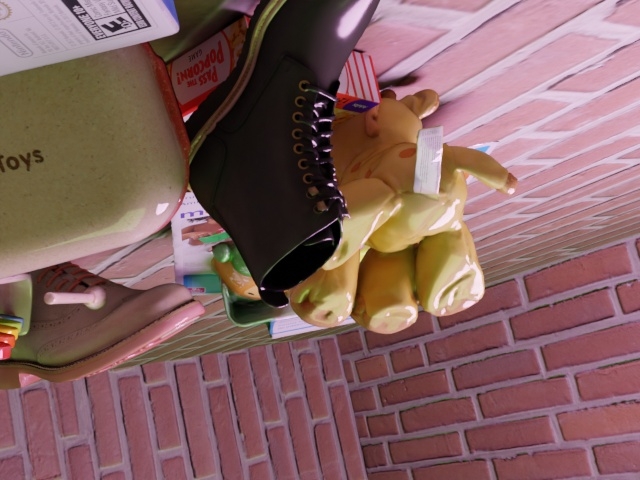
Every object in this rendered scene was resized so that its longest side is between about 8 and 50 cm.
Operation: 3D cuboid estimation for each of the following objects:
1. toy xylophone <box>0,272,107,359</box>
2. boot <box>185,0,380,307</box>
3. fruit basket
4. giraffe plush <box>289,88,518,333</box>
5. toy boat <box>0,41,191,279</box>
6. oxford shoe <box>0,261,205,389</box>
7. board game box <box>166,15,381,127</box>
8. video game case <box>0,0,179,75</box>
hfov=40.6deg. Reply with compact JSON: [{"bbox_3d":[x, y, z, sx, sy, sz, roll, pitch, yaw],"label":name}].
[{"bbox_3d":[-0.363,0.071,0.889,0.236,0.081,0.323,9,179,5],"label":"toy xylophone"},{"bbox_3d":[0.000,-0.070,0.523,0.077,0.137,0.198,8,128,-44],"label":"boot"},{"bbox_3d":[0.000,0.000,0.965,0.327,0.165,0.353,-10,168,-12],"label":"fruit basket"},{"bbox_3d":[0.048,-0.048,0.733,0.182,0.170,0.210,5,126,-19],"label":"giraffe plush"},{"bbox_3d":[-0.196,-0.065,0.564,0.231,0.151,0.151,-14,-162,6],"label":"toy boat"},{"bbox_3d":[-0.312,0.092,1.079,0.397,0.146,0.140,-15,-175,34],"label":"oxford shoe"},{"bbox_3d":[-0.073,-0.101,0.681,0.194,0.045,0.147,-21,166,37],"label":"board game box"},{"bbox_3d":[-0.209,-0.131,0.334,0.244,0.061,0.269,-13,169,3],"label":"video game case"}]
